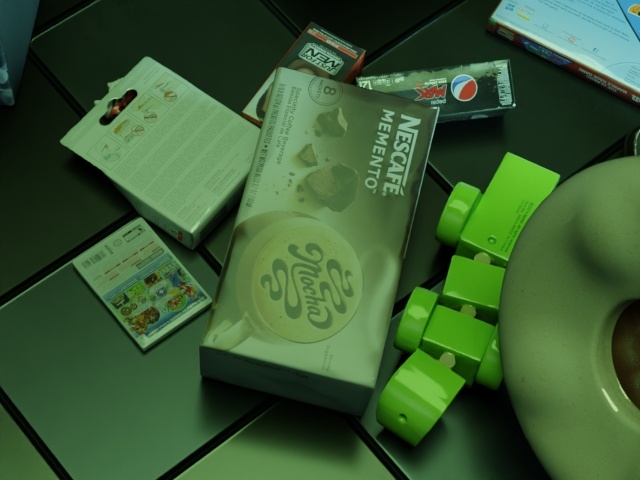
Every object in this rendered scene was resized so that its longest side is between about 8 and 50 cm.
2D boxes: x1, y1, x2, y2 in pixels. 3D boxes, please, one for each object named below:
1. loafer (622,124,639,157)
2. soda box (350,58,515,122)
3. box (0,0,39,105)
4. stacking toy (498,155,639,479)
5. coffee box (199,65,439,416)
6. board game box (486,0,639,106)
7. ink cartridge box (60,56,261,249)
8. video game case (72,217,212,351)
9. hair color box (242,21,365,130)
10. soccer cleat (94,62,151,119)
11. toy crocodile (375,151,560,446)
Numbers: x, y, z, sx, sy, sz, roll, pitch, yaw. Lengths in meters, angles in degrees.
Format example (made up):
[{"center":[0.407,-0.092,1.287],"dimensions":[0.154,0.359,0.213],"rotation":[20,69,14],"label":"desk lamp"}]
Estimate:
[{"center":[0.388,-0.040,1.588],"dimensions":[0.080,0.078,0.220],"rotation":[-19,65,-13],"label":"loafer"},{"center":[0.118,-0.153,1.635],"dimensions":[0.169,0.060,0.053],"rotation":[-7,86,-7],"label":"soda box"},{"center":[-0.499,-0.318,1.557],"dimensions":[0.395,0.293,0.212],"rotation":[6,62,0],"label":"box"},{"center":[0.434,0.066,1.405],"dimensions":[0.480,0.350,0.350],"rotation":[-14,61,-38],"label":"stacking toy"},{"center":[0.000,0.000,1.494],"dimensions":[0.168,0.119,0.297],"rotation":[15,70,1],"label":"coffee box"},{"center":[0.343,-0.229,1.717],"dimensions":[0.281,0.027,0.145],"rotation":[29,65,11],"label":"board game box"},{"center":[-0.158,-0.092,1.603],"dimensions":[0.179,0.045,0.145],"rotation":[33,65,17],"label":"ink cartridge box"},{"center":[-0.179,0.043,1.543],"dimensions":[0.087,0.011,0.122],"rotation":[-34,69,-21],"label":"video game case"},{"center":[-0.018,-0.160,1.645],"dimensions":[0.072,0.043,0.141],"rotation":[29,64,10],"label":"hair color box"},{"center":[-0.208,-0.165,1.644],"dimensions":[0.035,0.029,0.083],"rotation":[33,69,9],"label":"soccer cleat"},{"center":[0.153,0.050,1.520],"dimensions":[0.115,0.105,0.340],"rotation":[21,58,7],"label":"toy crocodile"}]
